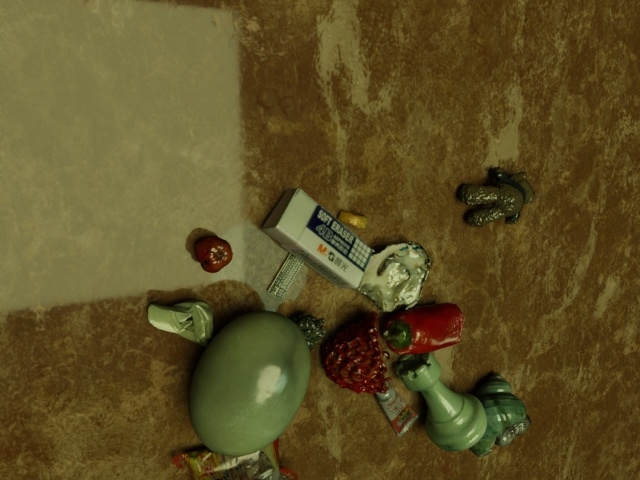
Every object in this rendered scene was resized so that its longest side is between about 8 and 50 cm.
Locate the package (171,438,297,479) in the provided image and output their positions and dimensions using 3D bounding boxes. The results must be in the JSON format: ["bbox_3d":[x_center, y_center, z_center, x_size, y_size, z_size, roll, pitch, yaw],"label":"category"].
[{"bbox_3d":[-0.210,0.591,1.289,0.288,0.108,0.223,-19,107,-20],"label":"package"}]

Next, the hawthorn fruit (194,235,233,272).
[{"bbox_3d":[-0.249,0.029,1.157,0.093,0.093,0.093,-6,104,-26],"label":"hawthorn fruit"}]

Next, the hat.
[{"bbox_3d":[-0.319,0.181,1.170,0.166,0.081,0.122,19,136,-21],"label":"hat"}]

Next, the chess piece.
[{"bbox_3d":[0.351,0.466,1.516,0.195,0.195,0.299,-40,107,-14],"label":"chess piece"}]

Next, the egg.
[{"bbox_3d":[-0.163,0.330,1.167,0.259,0.258,0.352,20,95,-29],"label":"egg"}]

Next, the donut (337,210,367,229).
[{"bbox_3d":[0.088,-0.056,1.342,0.083,0.067,0.037,20,100,2],"label":"donut"}]

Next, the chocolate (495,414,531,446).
[{"bbox_3d":[0.672,0.663,1.777,0.167,0.072,0.072,-29,113,-17],"label":"chocolate"}]

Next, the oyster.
[{"bbox_3d":[0.204,0.090,1.403,0.223,0.083,0.214,30,85,-29],"label":"oyster"}]

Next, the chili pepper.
[{"bbox_3d":[0.251,0.258,1.420,0.339,0.131,0.134,-7,108,-37],"label":"chili pepper"}]

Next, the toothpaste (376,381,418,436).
[{"bbox_3d":[0.224,0.504,1.527,0.089,0.057,0.234,-42,124,-14],"label":"toothpaste"}]

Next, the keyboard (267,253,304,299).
[{"bbox_3d":[-0.083,0.086,1.293,0.049,0.015,0.129,34,85,-29],"label":"keyboard"}]

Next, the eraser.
[{"bbox_3d":[0.000,0.000,1.271,0.287,0.086,0.130,39,69,-28],"label":"eraser"}]

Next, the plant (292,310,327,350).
[{"bbox_3d":[-0.048,0.250,1.307,0.094,0.092,0.143,32,94,-22],"label":"plant"}]

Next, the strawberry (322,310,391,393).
[{"bbox_3d":[0.095,0.308,1.369,0.178,0.234,0.233,-8,107,7],"label":"strawberry"}]

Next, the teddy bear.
[{"bbox_3d":[0.547,-0.122,1.506,0.251,0.129,0.181,-25,113,-20],"label":"teddy bear"}]

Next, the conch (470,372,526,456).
[{"bbox_3d":[0.562,0.567,1.650,0.196,0.220,0.277,12,68,11],"label":"conch"}]
